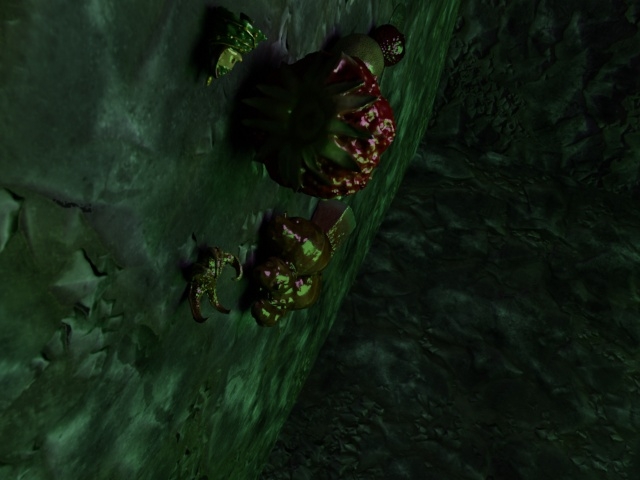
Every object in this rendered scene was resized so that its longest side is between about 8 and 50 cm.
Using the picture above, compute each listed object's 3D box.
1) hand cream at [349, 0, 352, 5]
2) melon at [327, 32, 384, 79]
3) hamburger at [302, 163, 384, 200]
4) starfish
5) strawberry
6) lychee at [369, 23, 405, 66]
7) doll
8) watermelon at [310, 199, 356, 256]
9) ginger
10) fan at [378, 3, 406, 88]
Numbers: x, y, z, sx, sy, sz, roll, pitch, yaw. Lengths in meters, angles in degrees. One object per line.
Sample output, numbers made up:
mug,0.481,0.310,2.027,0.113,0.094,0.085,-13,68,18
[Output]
hand cream,0.088,-0.633,1.149,0.194,0.042,0.067,101,8,-60
melon,0.082,-0.427,1.235,0.192,0.139,0.139,-59,165,-48
hamburger,0.036,-0.195,1.240,0.125,0.235,0.214,-39,154,-48
starfish,-0.216,0.084,0.990,0.190,0.074,0.146,50,62,-76
strawberry,0.021,-0.209,0.996,0.292,0.292,0.343,-70,162,8
lychee,0.194,-0.578,1.513,0.129,0.123,0.123,-19,142,-24
doll,-0.144,-0.286,0.736,0.113,0.076,0.078,-40,-159,5
watermelon,0.000,0.000,1.726,0.257,0.140,0.193,-56,156,-19
ginger,-0.092,0.076,1.364,0.274,0.152,0.357,-28,142,-41
fan,0.244,-0.688,1.771,0.223,0.012,0.294,46,66,-77
